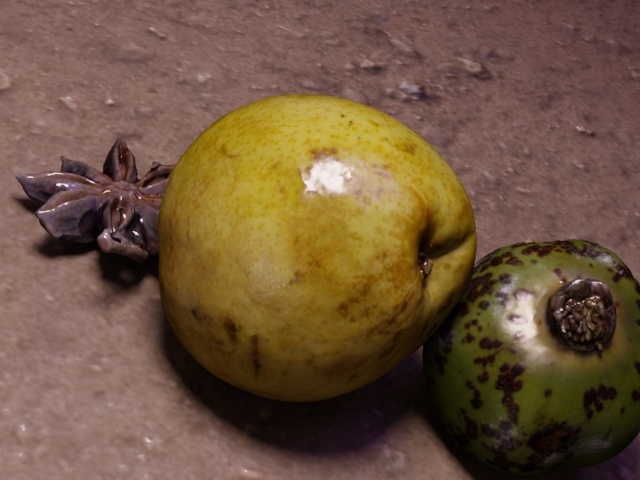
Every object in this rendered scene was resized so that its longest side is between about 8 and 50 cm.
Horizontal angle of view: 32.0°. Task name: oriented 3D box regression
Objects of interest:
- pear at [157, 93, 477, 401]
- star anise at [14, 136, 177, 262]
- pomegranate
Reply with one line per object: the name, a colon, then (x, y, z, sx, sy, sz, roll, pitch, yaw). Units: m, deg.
pear: (0.000, 0.000, 1.062, 0.304, 0.304, 0.304, 16, 36, -12)
star anise: (-0.211, -0.030, 1.176, 0.230, 0.081, 0.262, 15, 25, -14)
pomegranate: (0.227, 0.111, 1.116, 0.254, 0.270, 0.254, 1, 70, -2)
